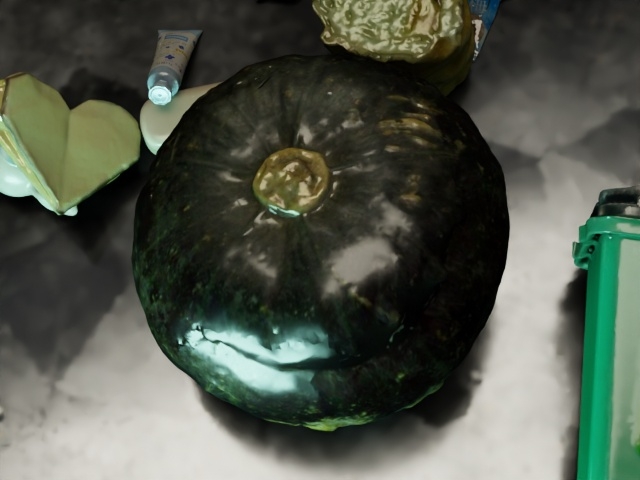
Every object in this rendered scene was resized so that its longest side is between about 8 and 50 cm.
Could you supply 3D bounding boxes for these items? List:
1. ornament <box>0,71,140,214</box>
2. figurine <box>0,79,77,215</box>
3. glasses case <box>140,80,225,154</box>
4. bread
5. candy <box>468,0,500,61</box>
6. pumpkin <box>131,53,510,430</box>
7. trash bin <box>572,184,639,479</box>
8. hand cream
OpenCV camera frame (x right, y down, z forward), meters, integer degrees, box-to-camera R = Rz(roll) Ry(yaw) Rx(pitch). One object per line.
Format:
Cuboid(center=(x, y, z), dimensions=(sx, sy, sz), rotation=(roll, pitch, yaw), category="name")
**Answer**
Cuboid(center=(-0.335, -0.116, 1.718), dimensions=(0.201, 0.059, 0.180), rotation=(18, 61, -35), category="ornament")
Cuboid(center=(-0.421, -0.130, 1.770), dimensions=(0.235, 0.127, 0.155), rotation=(19, 65, 0), category="figurine")
Cuboid(center=(-0.146, -0.169, 1.792), dimensions=(0.196, 0.050, 0.083), rotation=(-10, 71, 1), category="glasses case")
Cuboid(center=(0.093, -0.294, 1.702), dimensions=(0.196, 0.252, 0.238), rotation=(-17, 76, 10), category="bread")
Cuboid(center=(0.204, -0.323, 1.830), dimensions=(0.088, 0.038, 0.136), rotation=(28, 81, 1), category="candy")
Cuboid(center=(0.000, 0.000, 1.555), dimensions=(0.454, 0.344, 0.454), rotation=(-5, 69, 12), category="pumpkin")
Cuboid(center=(0.404, 0.148, 1.521), dimensions=(0.259, 0.295, 0.381), rotation=(9, 81, 8), category="trash bin")
Cuboid(center=(-0.205, -0.244, 1.806), dimensions=(0.065, 0.043, 0.170), rotation=(2, 38, 4), category="hand cream")
